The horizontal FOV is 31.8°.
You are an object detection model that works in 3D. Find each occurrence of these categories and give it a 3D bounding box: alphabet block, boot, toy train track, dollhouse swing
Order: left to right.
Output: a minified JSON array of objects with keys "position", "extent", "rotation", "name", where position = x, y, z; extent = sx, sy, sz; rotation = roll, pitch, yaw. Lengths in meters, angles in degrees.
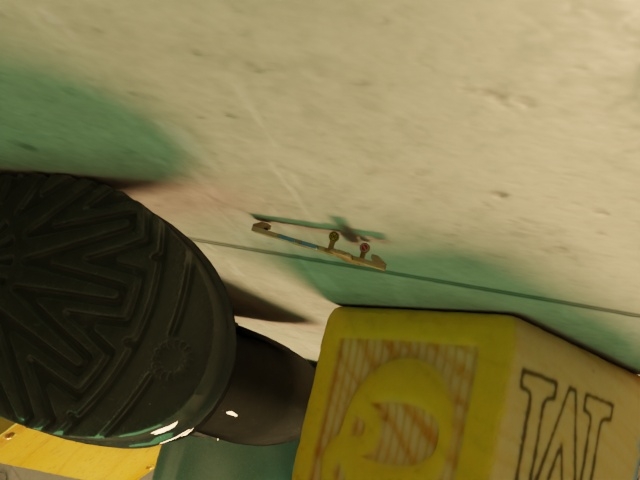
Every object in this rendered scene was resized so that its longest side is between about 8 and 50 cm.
[{"position":[-0.379,0.179,1.689],"extent":[0.315,0.305,0.347],"rotation":[-36,148,14],"name":"dollhouse swing"},{"position":[-0.117,0.096,0.859],"extent":[0.367,0.146,0.445],"rotation":[18,167,32],"name":"boot"},{"position":[0.000,0.000,0.668],"extent":[0.083,0.014,0.048],"rotation":[16,175,13],"name":"toy train track"},{"position":[0.116,0.170,0.877],"extent":[0.192,0.193,0.197],"rotation":[-2,160,44],"name":"alphabet block"}]

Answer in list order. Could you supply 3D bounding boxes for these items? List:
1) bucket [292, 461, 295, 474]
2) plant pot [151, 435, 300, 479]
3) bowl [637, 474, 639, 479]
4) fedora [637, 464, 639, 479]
[{"position":[0.118,0.330,1.408],"extent":[0.281,0.281,0.183],"rotation":[6,170,26],"name":"bucket"},{"position":[-0.093,0.338,1.548],"extent":[0.196,0.293,0.293],"rotation":[12,167,12],"name":"plant pot"},{"position":[0.427,0.270,1.246],"extent":[0.170,0.080,0.170],"rotation":[12,168,3],"name":"bowl"},{"position":[0.384,0.338,1.575],"extent":[0.194,0.079,0.194],"rotation":[12,167,3],"name":"fedora"}]
